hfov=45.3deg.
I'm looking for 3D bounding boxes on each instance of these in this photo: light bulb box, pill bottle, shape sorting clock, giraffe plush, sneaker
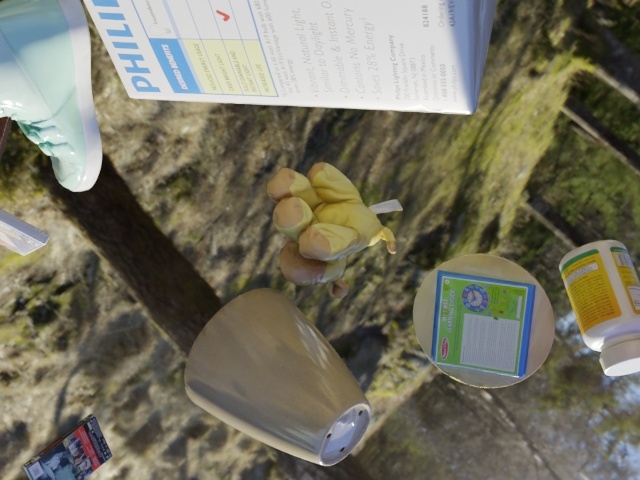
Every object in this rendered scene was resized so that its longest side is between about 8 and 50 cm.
[{"bbox_3d":[-0.032,-0.318,0.676,0.357,0.361,0.225,74,27,-51],"label":"light bulb box"},{"bbox_3d":[0.489,0.115,1.292,0.118,0.208,0.117,-8,152,-4],"label":"pill bottle"},{"bbox_3d":[0.236,0.118,1.123,0.206,0.206,0.040,-53,175,23],"label":"shape sorting clock"},{"bbox_3d":[0.000,0.000,1.166,0.210,0.181,0.170,5,140,-30],"label":"giraffe plush"},{"bbox_3d":[-0.306,-0.132,0.762,0.151,0.094,0.255,-21,149,-24],"label":"sneaker"}]

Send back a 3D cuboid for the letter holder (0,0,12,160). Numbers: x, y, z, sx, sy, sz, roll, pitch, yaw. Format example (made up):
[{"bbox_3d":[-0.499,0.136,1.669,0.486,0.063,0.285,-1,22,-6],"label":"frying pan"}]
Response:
[{"bbox_3d":[-0.495,-0.179,0.905,0.152,0.301,0.214,-16,148,35],"label":"letter holder"}]

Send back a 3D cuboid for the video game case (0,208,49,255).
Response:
[{"bbox_3d":[-0.587,-0.037,1.336,0.183,0.201,0.023,-13,-130,58],"label":"video game case"}]

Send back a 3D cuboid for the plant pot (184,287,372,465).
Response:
[{"bbox_3d":[-0.053,0.260,1.339,0.257,0.274,0.256,-31,138,-33],"label":"plant pot"}]

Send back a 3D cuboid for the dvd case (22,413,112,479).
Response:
[{"bbox_3d":[-0.368,0.323,1.127,0.119,0.013,0.087,-39,129,-38],"label":"dvd case"}]
